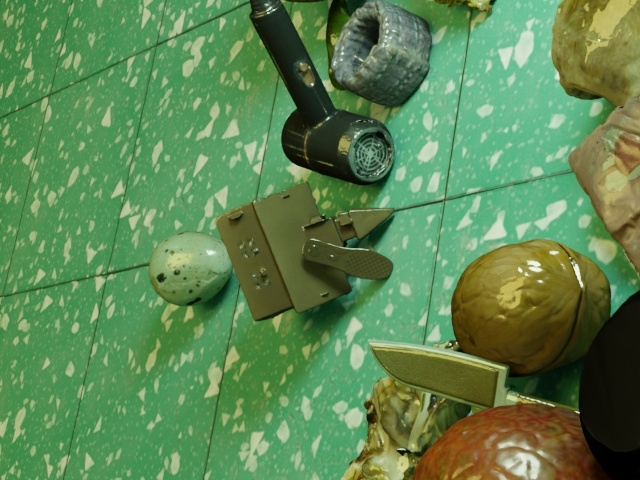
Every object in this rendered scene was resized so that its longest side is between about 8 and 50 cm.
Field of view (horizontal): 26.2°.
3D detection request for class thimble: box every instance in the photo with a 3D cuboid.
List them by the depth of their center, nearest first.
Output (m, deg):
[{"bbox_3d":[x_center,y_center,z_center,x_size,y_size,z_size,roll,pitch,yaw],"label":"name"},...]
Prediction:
[{"bbox_3d":[0.093,-0.286,2.104,0.150,0.098,0.150,-32,48,44],"label":"thimble"}]

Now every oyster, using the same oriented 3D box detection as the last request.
[{"bbox_3d":[0.120,0.259,1.780,0.354,0.107,0.201,129,156,-56],"label":"oyster"}]

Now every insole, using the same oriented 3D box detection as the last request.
[{"bbox_3d":[0.039,0.027,1.999,0.002,0.135,0.045,89,-163,-86],"label":"insole"}]

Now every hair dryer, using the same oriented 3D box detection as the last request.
[{"bbox_3d":[-0.024,-0.242,2.053,0.107,0.352,0.189,-40,31,-18],"label":"hair dryer"}]

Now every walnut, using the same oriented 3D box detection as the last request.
[{"bbox_3d":[0.246,0.080,1.626,0.207,0.167,0.167,-29,50,56],"label":"walnut"}]

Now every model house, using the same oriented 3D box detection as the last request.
[{"bbox_3d":[0.000,0.000,2.070,0.248,0.176,0.181,-21,89,11],"label":"model house"}]

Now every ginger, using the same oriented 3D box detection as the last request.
[{"bbox_3d":[0.399,-0.271,1.638,0.221,0.130,0.276,10,88,44],"label":"ginger"}]

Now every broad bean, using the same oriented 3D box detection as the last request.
[{"bbox_3d":[0.034,-0.312,2.246,0.061,0.046,0.195,-51,33,44],"label":"broad bean"}]

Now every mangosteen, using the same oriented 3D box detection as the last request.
[{"bbox_3d":[0.384,0.133,1.341,0.287,0.233,0.288,-37,45,49],"label":"mangosteen"}]

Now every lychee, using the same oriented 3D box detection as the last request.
[{"bbox_3d":[0.209,0.302,1.451,0.300,0.255,0.255,-36,32,-12],"label":"lychee"}]

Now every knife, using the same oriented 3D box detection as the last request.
[{"bbox_3d":[0.206,0.170,1.603,0.343,0.027,0.061,14,108,27],"label":"knife"}]

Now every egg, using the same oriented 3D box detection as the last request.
[{"bbox_3d":[-0.219,0.046,2.341,0.164,0.131,0.131,-22,56,47],"label":"egg"}]

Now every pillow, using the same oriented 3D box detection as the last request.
[{"bbox_3d":[0.383,-0.044,1.580,0.135,0.049,0.248,-52,51,38],"label":"pillow"}]

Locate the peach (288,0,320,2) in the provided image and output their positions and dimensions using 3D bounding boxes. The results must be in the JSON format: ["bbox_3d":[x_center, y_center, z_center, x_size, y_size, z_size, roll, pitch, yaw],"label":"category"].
[{"bbox_3d":[-0.006,-0.509,2.241,0.245,0.274,0.249,95,169,-76],"label":"peach"}]

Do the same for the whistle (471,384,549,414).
[{"bbox_3d":[0.228,0.280,1.619,0.085,0.105,0.227,113,161,-69],"label":"whistle"}]

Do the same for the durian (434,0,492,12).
[{"bbox_3d":[0.180,-0.503,2.019,0.185,0.195,0.305,13,86,63],"label":"durian"}]
